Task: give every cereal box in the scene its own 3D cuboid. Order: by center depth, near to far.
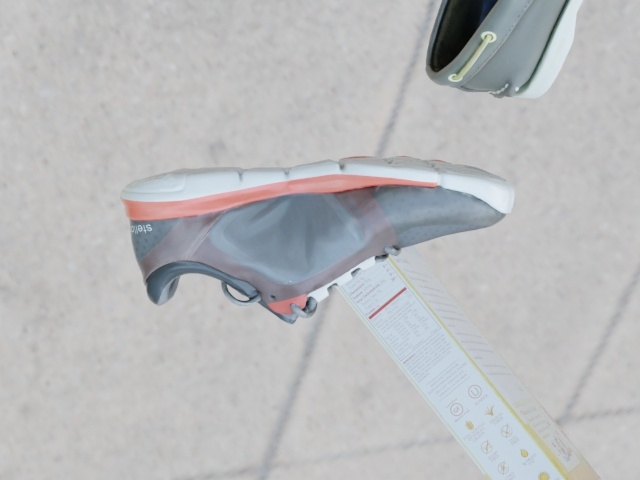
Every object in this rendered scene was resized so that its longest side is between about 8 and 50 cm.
[{"bbox_3d":[0.088,0.080,1.115,0.047,0.240,0.173,-41,165,8],"label":"cereal box"}]

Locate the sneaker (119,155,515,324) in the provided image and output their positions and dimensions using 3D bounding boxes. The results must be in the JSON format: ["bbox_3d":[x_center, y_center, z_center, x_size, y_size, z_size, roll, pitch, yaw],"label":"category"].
[{"bbox_3d":[0.000,0.000,0.677,0.158,0.061,0.064,-3,95,9],"label":"sneaker"}]

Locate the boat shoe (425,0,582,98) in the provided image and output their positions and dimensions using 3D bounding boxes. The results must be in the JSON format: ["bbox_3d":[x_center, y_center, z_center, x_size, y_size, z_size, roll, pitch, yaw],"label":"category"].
[{"bbox_3d":[0.157,-0.233,1.243,0.091,0.109,0.305,-1,133,-20],"label":"boat shoe"}]
